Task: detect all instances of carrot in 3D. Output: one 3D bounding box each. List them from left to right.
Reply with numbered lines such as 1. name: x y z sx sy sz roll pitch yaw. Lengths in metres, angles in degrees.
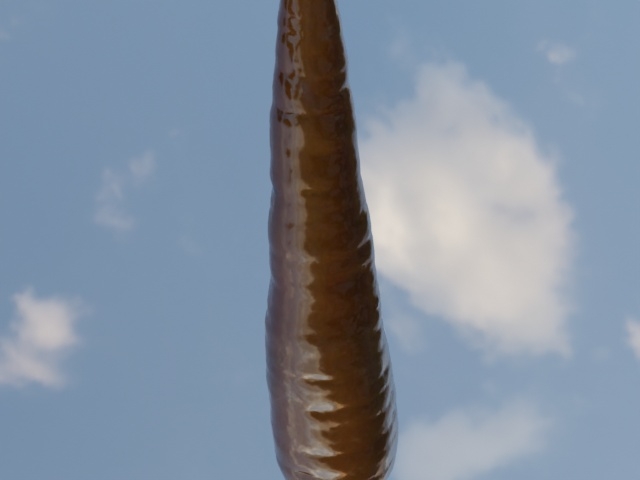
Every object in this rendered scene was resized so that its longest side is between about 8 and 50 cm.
1. carrot: 0.000 0.000 0.529 0.048 0.048 0.216 -34 -50 -42
